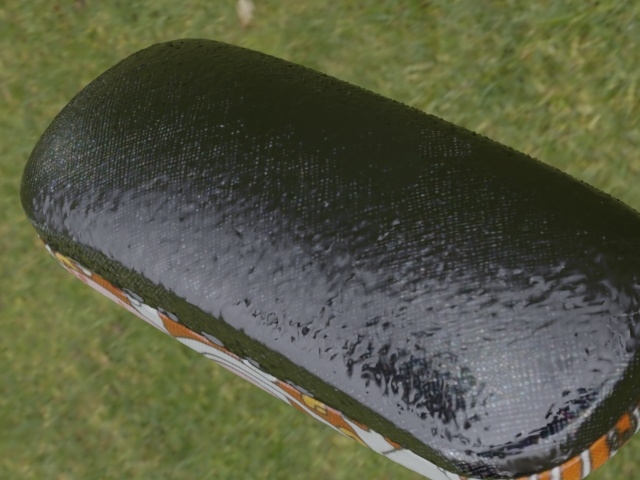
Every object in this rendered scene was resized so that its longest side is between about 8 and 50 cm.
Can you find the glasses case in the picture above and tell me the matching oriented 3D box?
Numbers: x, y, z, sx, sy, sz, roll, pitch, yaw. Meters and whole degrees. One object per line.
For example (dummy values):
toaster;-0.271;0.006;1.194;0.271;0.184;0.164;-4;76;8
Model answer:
glasses case;0.000;0.000;0.567;0.266;0.103;0.067;27;159;40
